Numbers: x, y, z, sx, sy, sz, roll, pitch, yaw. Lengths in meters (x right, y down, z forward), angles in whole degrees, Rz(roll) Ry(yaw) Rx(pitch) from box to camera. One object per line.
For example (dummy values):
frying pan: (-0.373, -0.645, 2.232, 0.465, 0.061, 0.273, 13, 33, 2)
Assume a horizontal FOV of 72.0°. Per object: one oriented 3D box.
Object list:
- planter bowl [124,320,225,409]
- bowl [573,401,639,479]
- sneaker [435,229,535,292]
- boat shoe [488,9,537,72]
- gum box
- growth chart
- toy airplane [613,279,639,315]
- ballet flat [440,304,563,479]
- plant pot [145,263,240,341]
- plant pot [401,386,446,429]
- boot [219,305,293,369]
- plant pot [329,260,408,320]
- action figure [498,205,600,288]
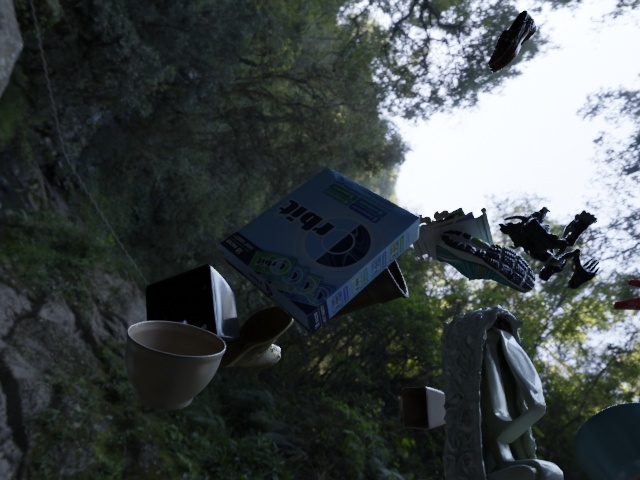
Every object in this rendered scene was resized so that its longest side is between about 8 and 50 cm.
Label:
planter bowl: (-0.252, 0.214, 0.743, 0.162, 0.162, 0.109, 19, -84, 58)
bowl: (0.879, 0.615, 1.186, 0.163, 0.311, 0.311, -71, 149, -68)
sneaker: (0.447, 0.065, 1.210, 0.275, 0.107, 0.110, 28, -41, 24)
boat shoe: (0.554, -0.586, 1.294, 0.073, 0.207, 0.073, 45, -15, -27)
gum box: (0.000, 0.000, 0.530, 0.157, 0.184, 0.041, 35, -29, 33)
growth chart: (0.371, -0.018, 1.262, 0.021, 0.237, 0.172, -78, 153, -58)
toy airplane: (0.940, 0.164, 1.287, 0.151, 0.028, 0.151, 11, -51, 13)
ballet flat: (0.237, 0.263, 0.580, 0.147, 0.147, 0.409, 103, -7, -51)
plant pot: (-0.302, 0.191, 1.104, 0.167, 0.188, 0.187, 42, 32, -61)
plant pot: (0.304, 0.475, 1.250, 0.109, 0.096, 0.109, -34, -130, 56)
boot: (-0.160, 0.301, 1.320, 0.095, 0.262, 0.203, 55, 6, 31)
plant pot: (0.027, 0.048, 0.690, 0.167, 0.165, 0.167, 56, 14, -22)
action figure: (0.509, -0.007, 0.978, 0.275, 0.141, 0.164, 38, -11, -35)
